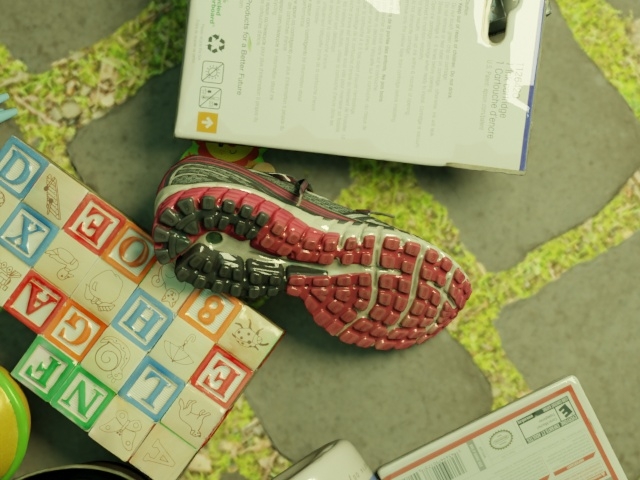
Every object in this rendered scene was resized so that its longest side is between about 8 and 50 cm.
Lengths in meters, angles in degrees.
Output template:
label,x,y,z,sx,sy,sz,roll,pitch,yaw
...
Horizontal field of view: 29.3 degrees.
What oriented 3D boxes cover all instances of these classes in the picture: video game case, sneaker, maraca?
label,x,y,z,sx,sy,sz,roll,pitch,yaw
video game case,0.203,0.293,1.116,0.204,0.025,0.285,-26,86,-2
sneaker,0.000,0.000,1.082,0.299,0.112,0.121,22,119,-18
maraca,-0.329,0.174,1.091,0.185,0.099,0.127,-40,83,28

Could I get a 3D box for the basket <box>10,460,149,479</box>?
label,x,y,z,sx,sy,sz,roll,pitch,yaw
basket,-0.205,0.260,1.020,0.204,0.227,0.154,-33,86,-2

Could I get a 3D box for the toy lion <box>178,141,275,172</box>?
label,x,y,z,sx,sy,sz,roll,pitch,yaw
toy lion,-0.090,-0.078,1.142,0.100,0.034,0.096,-28,79,-1

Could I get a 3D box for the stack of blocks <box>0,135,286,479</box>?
label,x,y,z,sx,sy,sz,roll,pitch,yaw
stack of blocks,-0.200,0.064,1.103,0.297,0.087,0.171,36,87,3

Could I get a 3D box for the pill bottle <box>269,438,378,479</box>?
label,x,y,z,sx,sy,sz,roll,pitch,yaw
pill bottle,0.036,0.321,1.052,0.152,0.152,0.272,-34,86,-2

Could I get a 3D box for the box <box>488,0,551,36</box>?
label,x,y,z,sx,sy,sz,roll,pitch,yaw
box,0.091,-0.289,1.125,0.183,0.059,0.233,-18,96,0

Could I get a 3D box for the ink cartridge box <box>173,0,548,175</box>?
label,x,y,z,sx,sy,sz,roll,pitch,yaw
ink cartridge box,0.040,-0.222,1.067,0.307,0.072,0.304,7,94,-4

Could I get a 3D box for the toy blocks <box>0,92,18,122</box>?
label,x,y,z,sx,sy,sz,roll,pitch,yaw
toy blocks,-0.336,-0.071,1.109,0.054,0.148,0.123,26,121,20
